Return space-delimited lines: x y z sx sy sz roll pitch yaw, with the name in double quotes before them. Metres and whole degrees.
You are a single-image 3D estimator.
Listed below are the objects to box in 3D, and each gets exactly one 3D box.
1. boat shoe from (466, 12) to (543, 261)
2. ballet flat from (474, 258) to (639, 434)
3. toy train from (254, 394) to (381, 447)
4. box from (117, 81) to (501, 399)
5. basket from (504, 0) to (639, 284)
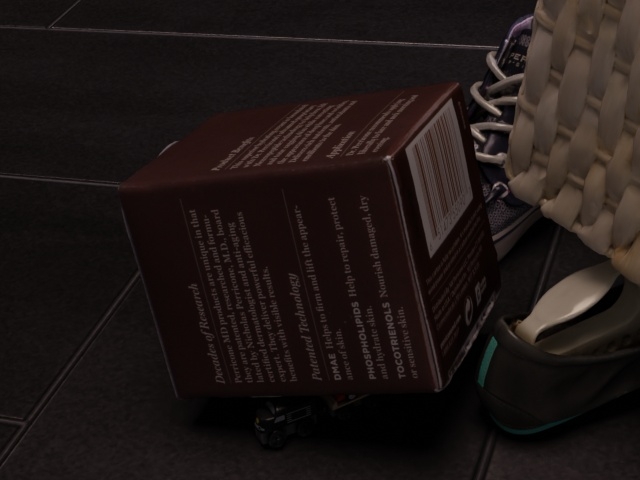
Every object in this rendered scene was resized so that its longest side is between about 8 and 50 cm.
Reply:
"boat shoe" 0.142 -0.089 1.132 0.341 0.158 0.127 -31 40 -34
"ballet flat" 0.236 0.050 0.953 0.280 0.096 0.095 -20 34 -21
"toy train" 0.025 0.102 0.965 0.158 0.036 0.027 -20 35 -20
"box" 0.000 0.000 0.959 0.203 0.167 0.168 -5 21 25
"basket" 0.328 -0.122 0.838 0.266 0.331 0.328 -23 48 -32
